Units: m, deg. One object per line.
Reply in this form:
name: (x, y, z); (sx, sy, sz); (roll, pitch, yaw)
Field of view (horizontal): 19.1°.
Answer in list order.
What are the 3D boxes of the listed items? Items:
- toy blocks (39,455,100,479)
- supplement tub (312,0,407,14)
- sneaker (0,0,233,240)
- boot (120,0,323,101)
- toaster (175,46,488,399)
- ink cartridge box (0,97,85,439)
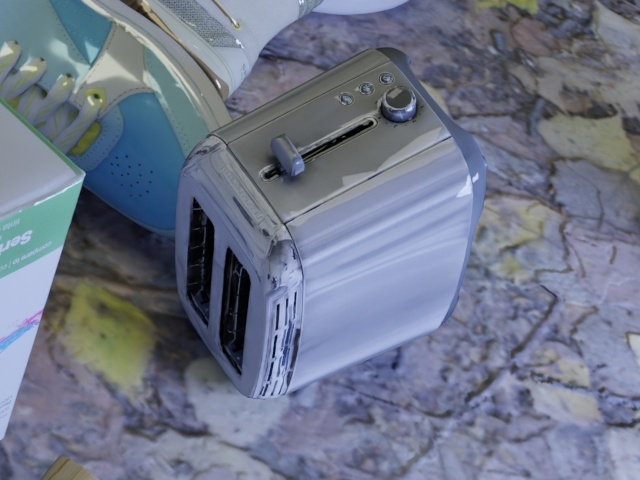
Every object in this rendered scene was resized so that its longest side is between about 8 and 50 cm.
toy blocks: (-0.055, 0.305, 0.789); (0.289, 0.309, 0.260); (30, 72, 25)
supplement tub: (0.031, -0.353, 1.432); (0.228, 0.316, 0.228); (13, 41, -12)
sneaker: (-0.202, -0.092, 1.144); (0.319, 0.127, 0.208); (44, 35, 4)
boot: (-0.106, -0.209, 1.345); (0.213, 0.077, 0.165); (47, 51, -7)
toaster: (0.000, 0.000, 1.132); (0.146, 0.227, 0.129); (-24, 62, -21)
ink cartridge box: (-0.225, 0.009, 0.994); (0.154, 0.212, 0.093); (41, 46, 18)
